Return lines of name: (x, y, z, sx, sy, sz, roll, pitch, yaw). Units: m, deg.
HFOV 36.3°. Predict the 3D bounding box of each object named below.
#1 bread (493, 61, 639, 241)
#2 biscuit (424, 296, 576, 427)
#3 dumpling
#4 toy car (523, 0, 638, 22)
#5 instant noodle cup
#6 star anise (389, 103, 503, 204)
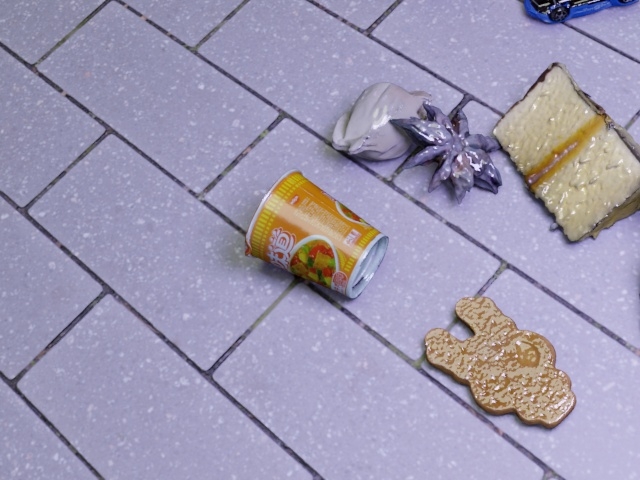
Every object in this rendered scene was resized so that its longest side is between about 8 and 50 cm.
bread: (0.413, -0.147, 1.559, 0.142, 0.178, 0.266, -10, 57, -38)
biscuit: (0.272, 0.184, 1.447, 0.236, 0.040, 0.144, 40, 82, 25)
dumpling: (0.097, -0.203, 1.657, 0.136, 0.118, 0.199, 22, 47, 41)
toy car: (0.470, -0.440, 1.732, 0.216, 0.063, 0.103, -15, 59, 10)
instant noodle cup: (0.000, 0.000, 1.545, 0.185, 0.168, 0.168, 29, 71, 17)
star anise: (0.219, -0.152, 1.595, 0.180, 0.061, 0.204, -37, 83, -33)
